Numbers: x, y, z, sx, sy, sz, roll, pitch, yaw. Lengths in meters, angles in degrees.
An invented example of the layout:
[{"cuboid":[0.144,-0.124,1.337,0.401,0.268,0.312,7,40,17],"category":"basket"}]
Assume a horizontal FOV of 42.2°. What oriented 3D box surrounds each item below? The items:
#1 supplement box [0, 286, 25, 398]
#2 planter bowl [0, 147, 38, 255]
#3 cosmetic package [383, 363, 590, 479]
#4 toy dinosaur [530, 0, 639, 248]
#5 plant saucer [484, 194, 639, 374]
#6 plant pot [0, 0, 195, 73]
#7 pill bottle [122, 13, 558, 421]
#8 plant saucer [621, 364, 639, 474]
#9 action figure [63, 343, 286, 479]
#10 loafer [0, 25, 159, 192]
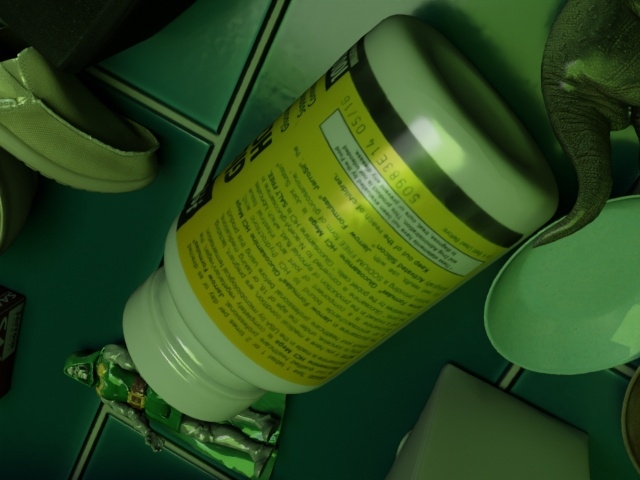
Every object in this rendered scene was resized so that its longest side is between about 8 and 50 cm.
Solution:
[{"cuboid":[-0.444,0.081,0.878,0.239,0.073,0.130,21,113,7],"category":"supplement box"},{"cuboid":[-0.336,-0.054,0.776,0.162,0.109,0.162,5,111,14],"category":"planter bowl"},{"cuboid":[0.093,0.291,0.627,0.156,0.385,0.217,27,117,7],"category":"cosmetic package"},{"cuboid":[0.220,-0.129,0.560,0.160,0.121,0.313,44,90,-5],"category":"toy dinosaur"},{"cuboid":[0.220,0.030,0.656,0.194,0.037,0.195,-5,131,-5],"category":"plant saucer"},{"cuboid":[-0.171,-0.240,0.629,0.187,0.188,0.167,41,126,-2],"category":"plant pot"},{"cuboid":[0.000,0.000,0.654,0.334,0.188,0.188,-40,95,24],"category":"pill bottle"},{"cuboid":[0.354,0.145,0.688,0.198,0.036,0.199,6,111,15],"category":"plant saucer"},{"cuboid":[-0.153,0.161,0.832,0.232,0.063,0.137,19,117,13],"category":"action figure"},{"cuboid":[-0.239,-0.124,0.678,0.268,0.102,0.092,25,112,-35],"category":"loafer"}]
